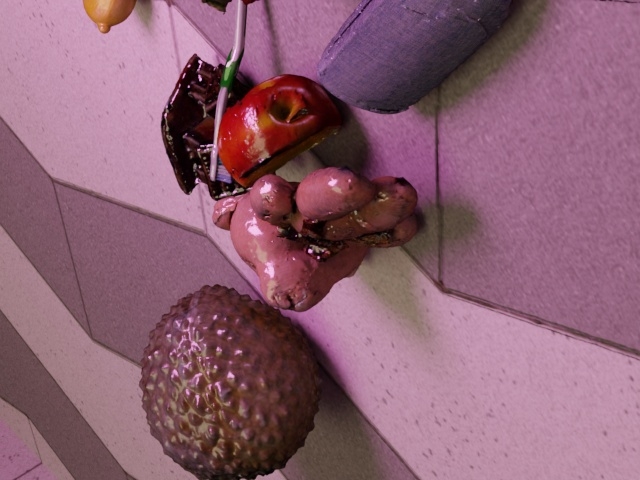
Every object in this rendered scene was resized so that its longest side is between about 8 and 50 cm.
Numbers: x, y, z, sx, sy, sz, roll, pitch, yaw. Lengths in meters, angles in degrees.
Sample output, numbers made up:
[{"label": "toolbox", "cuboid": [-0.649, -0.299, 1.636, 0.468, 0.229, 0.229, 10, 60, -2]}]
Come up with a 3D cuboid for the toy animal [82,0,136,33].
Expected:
[{"label": "toy animal", "cuboid": [-0.250, -0.339, 1.780, 0.159, 0.070, 0.083, -48, 34, 49]}]

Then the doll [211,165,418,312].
[{"label": "doll", "cuboid": [0.000, 0.000, 1.548, 0.303, 0.201, 0.156, 161, 124, -69]}]

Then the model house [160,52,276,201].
[{"label": "model house", "cuboid": [-0.117, -0.132, 1.720, 0.152, 0.106, 0.165, 26, 142, 49]}]

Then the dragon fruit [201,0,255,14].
[{"label": "dragon fruit", "cuboid": [-0.082, -0.355, 1.350, 0.192, 0.193, 0.274, 16, 107, 49]}]

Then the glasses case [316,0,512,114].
[{"label": "glasses case", "cuboid": [0.083, -0.192, 1.325, 0.109, 0.067, 0.282, 20, 155, -14]}]

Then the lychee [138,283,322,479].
[{"label": "lychee", "cuboid": [-0.126, 0.196, 1.912, 0.255, 0.255, 0.274, 29, 154, 45]}]

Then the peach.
[{"label": "peach", "cuboid": [-0.058, -0.128, 1.595, 0.092, 0.127, 0.172, 60, 150, 1]}]

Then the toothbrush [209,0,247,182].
[{"label": "toothbrush", "cuboid": [-0.103, -0.204, 1.619, 0.030, 0.030, 0.303, 33, 127, 41]}]
